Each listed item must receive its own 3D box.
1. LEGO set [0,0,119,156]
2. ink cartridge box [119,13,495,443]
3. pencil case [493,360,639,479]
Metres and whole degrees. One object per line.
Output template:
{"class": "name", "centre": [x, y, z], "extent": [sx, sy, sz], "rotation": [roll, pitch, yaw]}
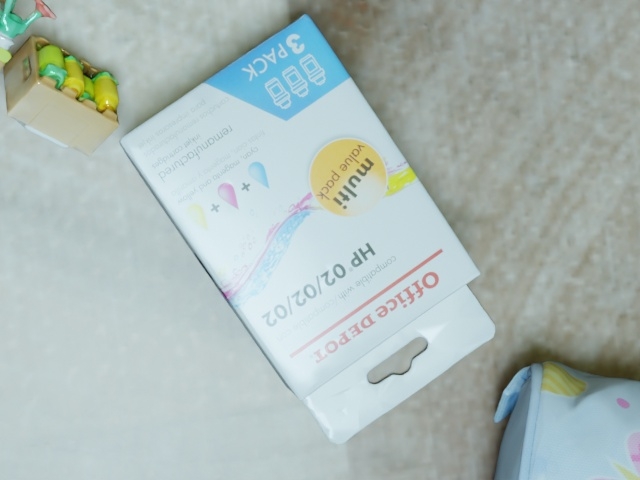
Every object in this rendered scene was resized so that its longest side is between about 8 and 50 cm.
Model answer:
{"class": "LEGO set", "centre": [-0.197, -0.147, 0.670], "extent": [0.287, 0.132, 0.107], "rotation": [30, 94, -5]}
{"class": "ink cartridge box", "centre": [0.000, 0.000, 0.734], "extent": [0.104, 0.061, 0.181], "rotation": [-35, 95, -4]}
{"class": "pencil case", "centre": [0.212, 0.128, 0.715], "extent": [0.273, 0.113, 0.124], "rotation": [8, 70, 4]}
